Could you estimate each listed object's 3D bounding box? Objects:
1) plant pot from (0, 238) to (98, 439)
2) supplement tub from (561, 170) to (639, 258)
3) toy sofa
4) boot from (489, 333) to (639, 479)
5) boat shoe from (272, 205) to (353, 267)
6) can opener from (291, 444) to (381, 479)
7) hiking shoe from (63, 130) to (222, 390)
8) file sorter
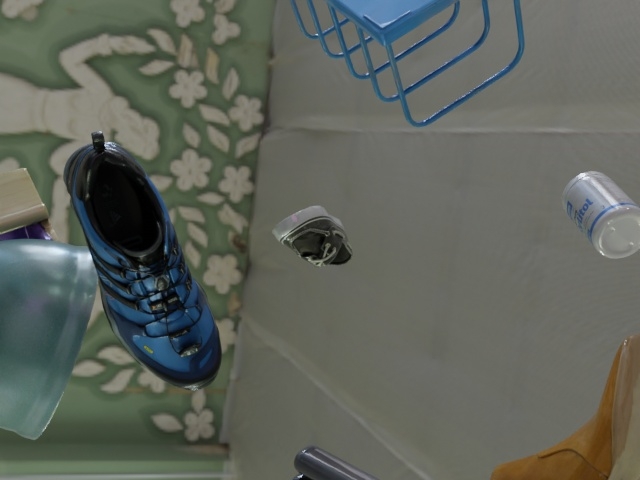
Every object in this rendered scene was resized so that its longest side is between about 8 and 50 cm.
[{"bbox_3d":[-0.466,0.120,1.193,0.293,0.196,0.293,-47,-149,42],"label":"plant pot"},{"bbox_3d":[0.347,-0.032,1.009,0.107,0.071,0.071,-107,-150,-60],"label":"supplement tub"},{"bbox_3d":[-0.532,0.066,1.427,0.177,0.150,0.362,57,-27,28],"label":"toy sofa"},{"bbox_3d":[0.289,0.259,0.970,0.211,0.104,0.295,-17,-125,53],"label":"boot"},{"bbox_3d":[0.000,0.000,1.250,0.078,0.219,0.070,-34,-106,16],"label":"boat shoe"},{"bbox_3d":[0.071,0.333,0.952,0.283,0.095,0.076,21,-69,30],"label":"can opener"},{"bbox_3d":[-0.195,0.035,0.895,0.304,0.113,0.132,64,-13,-9],"label":"hiking shoe"},{"bbox_3d":[0.058,-0.184,0.635,0.170,0.118,0.104,49,-12,40],"label":"file sorter"}]
